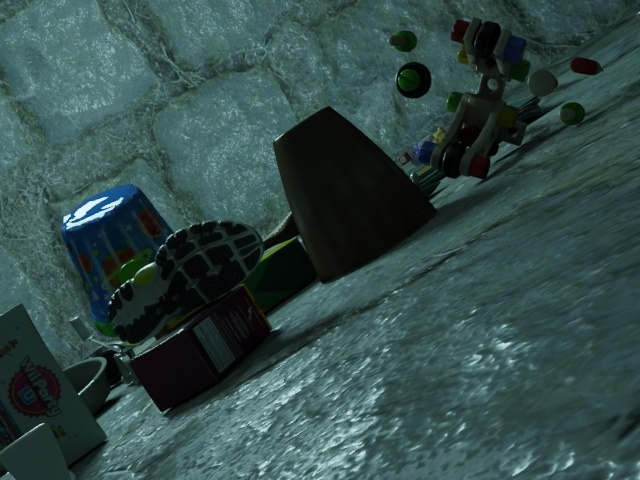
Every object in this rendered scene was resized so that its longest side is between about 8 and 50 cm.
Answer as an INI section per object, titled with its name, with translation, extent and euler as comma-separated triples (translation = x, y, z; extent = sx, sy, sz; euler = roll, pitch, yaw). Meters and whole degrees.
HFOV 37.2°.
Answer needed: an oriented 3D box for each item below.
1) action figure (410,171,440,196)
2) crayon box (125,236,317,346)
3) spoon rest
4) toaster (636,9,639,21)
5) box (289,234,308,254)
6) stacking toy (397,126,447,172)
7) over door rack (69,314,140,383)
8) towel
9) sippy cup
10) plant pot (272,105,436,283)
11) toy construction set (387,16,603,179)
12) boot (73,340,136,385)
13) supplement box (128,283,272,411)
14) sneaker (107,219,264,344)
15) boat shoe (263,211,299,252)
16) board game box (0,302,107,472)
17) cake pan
[action figure]
translation = 0.113, -0.052, 1.699
extent = 0.137, 0.063, 0.232
euler = -26, 11, 36
[crayon box]
translation = -0.173, 0.120, 1.641
extent = 0.318, 0.081, 0.202
euler = -33, 4, -18
[spoon rest]
translation = -0.311, 0.276, 1.011
extent = 0.137, 0.084, 0.276
euler = -34, -9, -32
[toaster]
translation = 0.499, -0.287, 1.176
extent = 0.168, 0.110, 0.185
euler = -35, 5, -42
[box]
translation = 0.000, 0.000, 1.924
extent = 0.231, 0.056, 0.183
euler = -31, 5, 23
[stacking toy]
translation = 0.187, -0.163, 2.073
extent = 0.221, 0.052, 0.167
euler = -35, 2, 19
[over door rack]
translation = -0.325, 0.165, 1.877
extent = 0.239, 0.108, 0.324
euler = -34, 25, -22
[towel]
translation = 0.298, -0.188, 2.055
extent = 0.370, 0.040, 0.271
euler = -34, 3, 4
[sippy cup]
translation = -0.368, 0.026, 1.796
extent = 0.305, 0.224, 0.240
euler = -5, 30, 40
[plant pot]
translation = 0.032, -0.087, 1.494
extent = 0.215, 0.230, 0.215
euler = -32, 4, 2
[toy construction set]
translation = 0.307, -0.238, 1.553
extent = 0.308, 0.257, 0.237
euler = -7, 4, 29
[boot]
translation = -0.494, 0.305, 1.925
extent = 0.236, 0.085, 0.178
euler = -30, 9, 25
[supplement box]
translation = -0.156, 0.140, 1.273
extent = 0.104, 0.081, 0.188
euler = -31, 4, 25
[sneaker]
translation = -0.183, 0.048, 1.325
extent = 0.275, 0.107, 0.110
euler = -30, -5, 30
[boat shoe]
translation = -0.039, -0.016, 2.094
extent = 0.302, 0.109, 0.098
euler = -38, 3, 8
[board game box]
translation = -0.445, 0.230, 1.393
extent = 0.097, 0.224, 0.303
euler = -34, 4, -31
[cake pan]
translation = -0.502, 0.317, 1.720
extent = 0.293, 0.054, 0.293
euler = -29, 13, 7
